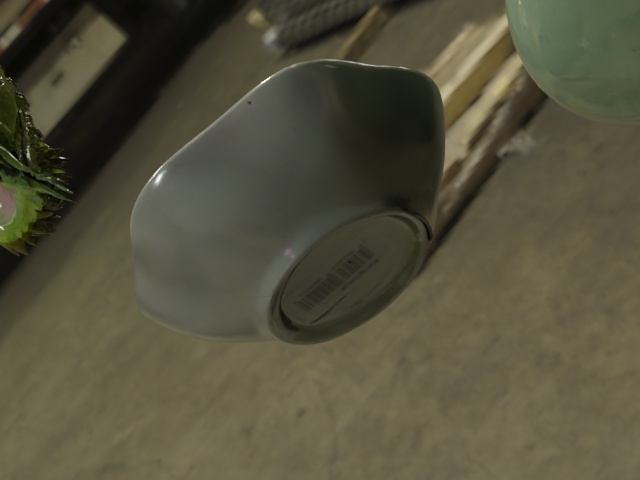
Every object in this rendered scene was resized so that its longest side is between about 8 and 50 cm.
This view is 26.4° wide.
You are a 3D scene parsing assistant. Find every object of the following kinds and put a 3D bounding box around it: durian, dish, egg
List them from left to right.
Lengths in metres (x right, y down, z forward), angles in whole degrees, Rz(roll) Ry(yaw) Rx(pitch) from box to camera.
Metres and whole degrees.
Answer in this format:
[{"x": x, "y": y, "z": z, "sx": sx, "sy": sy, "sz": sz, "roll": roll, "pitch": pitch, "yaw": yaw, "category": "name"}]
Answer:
[{"x": -0.383, "y": -0.131, "z": 1.354, "sx": 0.158, "sy": 0.352, "sz": 0.169, "roll": -36, "pitch": -2, "yaw": -6, "category": "durian"}, {"x": 0.000, "y": 0.000, "z": 0.679, "sx": 0.191, "sy": 0.191, "sz": 0.066, "roll": -44, "pitch": 57, "yaw": 12, "category": "dish"}, {"x": 0.168, "y": -0.144, "z": 0.669, "sx": 0.149, "sy": 0.149, "sz": 0.192, "roll": -79, "pitch": 10, "yaw": -57, "category": "egg"}]
